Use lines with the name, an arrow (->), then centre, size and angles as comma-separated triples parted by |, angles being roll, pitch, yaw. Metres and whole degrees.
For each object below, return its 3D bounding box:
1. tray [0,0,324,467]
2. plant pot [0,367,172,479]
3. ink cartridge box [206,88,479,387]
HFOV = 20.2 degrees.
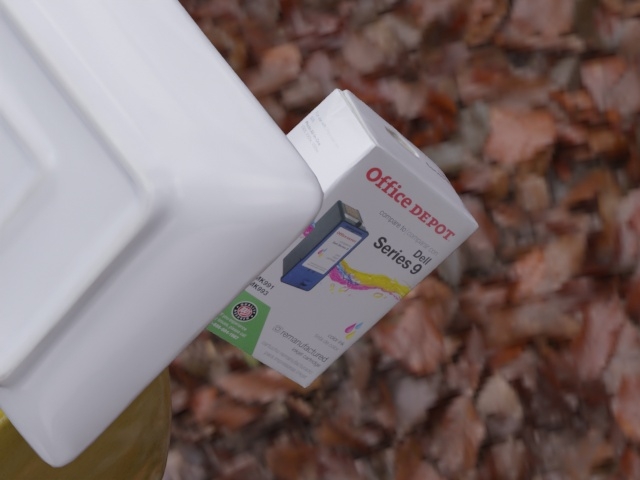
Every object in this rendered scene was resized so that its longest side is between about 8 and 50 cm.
tray -> -0.127, -0.070, 0.521 | 0.270, 0.145, 0.030 | 52, 36, 9
plant pot -> -0.183, 0.051, 0.712 | 0.212, 0.187, 0.212 | 43, 56, 8
ink cartridge box -> 0.000, 0.000, 1.495 | 0.212, 0.154, 0.093 | -44, 43, 11
